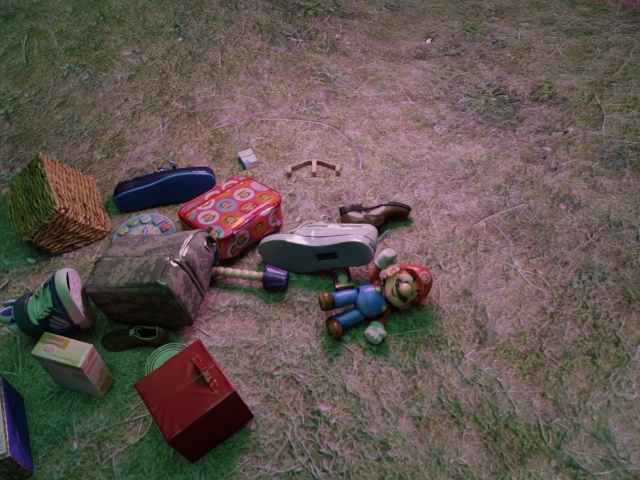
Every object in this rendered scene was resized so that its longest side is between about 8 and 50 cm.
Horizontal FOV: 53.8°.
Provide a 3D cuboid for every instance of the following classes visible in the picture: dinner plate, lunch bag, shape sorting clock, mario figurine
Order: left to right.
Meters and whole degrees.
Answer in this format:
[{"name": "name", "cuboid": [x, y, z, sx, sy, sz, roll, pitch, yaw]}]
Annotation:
[{"name": "shape sorting clock", "cuboid": [-0.555, -0.005, 1.986, 0.206, 0.040, 0.206, -2, 51, 2]}, {"name": "lunch bag", "cuboid": [-0.460, 0.087, 1.770, 0.305, 0.213, 0.256, -3, 51, 21]}, {"name": "dinner plate", "cuboid": [-0.405, 0.344, 1.716, 0.141, 0.017, 0.141, -2, 53, 2]}, {"name": "lunch bag", "cuboid": [-0.288, -0.085, 1.974, 0.258, 0.120, 0.293, 31, 50, 32]}, {"name": "mario figurine", "cuboid": [0.162, 0.153, 1.730, 0.320, 0.198, 0.170, -21, 41, -8]}]

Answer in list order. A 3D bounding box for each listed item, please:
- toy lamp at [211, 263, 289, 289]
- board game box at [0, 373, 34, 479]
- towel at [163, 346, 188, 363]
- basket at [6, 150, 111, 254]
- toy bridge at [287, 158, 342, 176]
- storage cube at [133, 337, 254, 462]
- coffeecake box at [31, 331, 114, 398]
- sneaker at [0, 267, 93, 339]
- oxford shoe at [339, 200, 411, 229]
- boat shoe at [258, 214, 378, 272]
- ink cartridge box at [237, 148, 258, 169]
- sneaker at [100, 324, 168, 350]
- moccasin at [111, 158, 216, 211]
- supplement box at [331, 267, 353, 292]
[{"name": "toy lamp", "cuboid": [-0.230, 0.098, 1.862, 0.274, 0.080, 0.080, 7, 52, 8]}, {"name": "board game box", "cuboid": [-0.885, 0.503, 1.538, 0.290, 0.141, 0.232, -20, 53, -12]}, {"name": "towel", "cuboid": [-0.375, 0.329, 1.710, 0.083, 0.009, 0.060, -32, 58, -20]}, {"name": "basket", "cuboid": [-0.852, -0.094, 2.041, 0.213, 0.223, 0.299, -43, 55, 12]}, {"name": "toy bridge", "cuboid": [-0.021, -0.250, 2.157, 0.188, 0.026, 0.063, -2, 50, 1]}, {"name": "storage cube", "cuboid": [-0.306, 0.397, 1.551, 0.193, 0.215, 0.184, -35, 58, -14]}, {"name": "coffeecake box", "cuboid": [-0.638, 0.326, 1.636, 0.142, 0.186, 0.068, 13, 54, 13]}, {"name": "sneaker", "cuboid": [-0.748, 0.183, 1.674, 0.236, 0.323, 0.130, -10, 69, -13]}, {"name": "oxford shoe", "cuboid": [0.176, -0.067, 1.981, 0.227, 0.083, 0.096, -8, 71, -3]}, {"name": "boat shoe", "cuboid": [-0.001, -0.007, 1.876, 0.366, 0.136, 0.156, -5, 36, 25]}, {"name": "ink cartridge box", "cuboid": [-0.256, -0.289, 2.200, 0.048, 0.028, 0.083, -22, 53, -14]}, {"name": "sneaker", "cuboid": [-0.522, 0.260, 1.754, 0.188, 0.071, 0.066, -5, 52, -1]}, {"name": "moccasin", "cuboid": [-0.519, -0.200, 2.079, 0.341, 0.138, 0.117, -10, 47, -6]}, {"name": "supplement box", "cuboid": [0.064, 0.114, 1.854, 0.054, 0.043, 0.083, -11, 51, -4]}]
